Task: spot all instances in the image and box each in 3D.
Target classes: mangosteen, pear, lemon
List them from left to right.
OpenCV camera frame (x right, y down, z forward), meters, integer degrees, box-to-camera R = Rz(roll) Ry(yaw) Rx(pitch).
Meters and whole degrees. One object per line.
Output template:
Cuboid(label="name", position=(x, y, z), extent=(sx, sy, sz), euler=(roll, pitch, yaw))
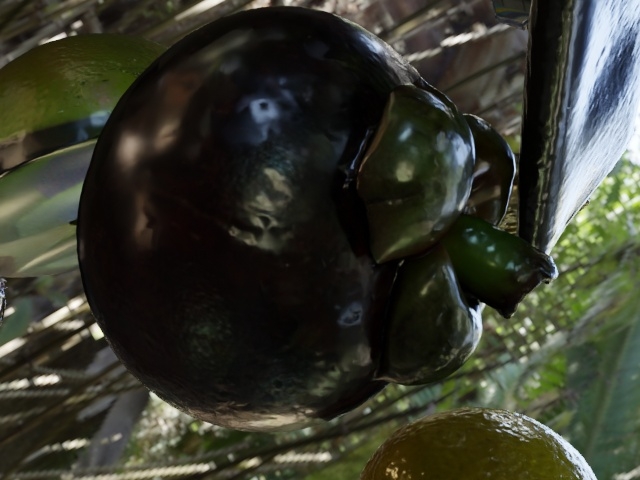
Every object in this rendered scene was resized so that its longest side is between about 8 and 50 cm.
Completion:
Cuboid(label="pear", position=(-0.250, -0.109, 1.131), extent=(0.399, 0.399, 0.165), euler=(95, -24, -75))
Cuboid(label="mangosteen", position=(-0.015, -0.001, 0.712), extent=(0.300, 0.300, 0.300), euler=(58, -9, 15))
Cuboid(label="lemon", position=(0.128, 0.226, 0.834), extent=(0.187, 0.244, 0.187), euler=(-176, -90, -67))

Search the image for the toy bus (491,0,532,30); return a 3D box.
Cuboid(label="toy bus", position=(0.215, -0.191, 0.847), extent=(0.153, 0.051, 0.061), euler=(24, -13, 33))

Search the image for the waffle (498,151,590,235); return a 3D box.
Cuboid(label="waffle", position=(0.326, -0.072, 1.871), extent=(0.376, 0.261, 0.114), euler=(99, -14, -79))

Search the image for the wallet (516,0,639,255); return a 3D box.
Cuboid(label="wallet", position=(0.173, -0.132, 0.663), extent=(0.044, 0.170, 0.321), euler=(25, -32, 24))

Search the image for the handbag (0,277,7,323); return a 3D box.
Cuboid(label="handbag", position=(-0.517, 0.079, 1.353), extent=(0.116, 0.205, 0.179), euler=(53, -42, 45))
